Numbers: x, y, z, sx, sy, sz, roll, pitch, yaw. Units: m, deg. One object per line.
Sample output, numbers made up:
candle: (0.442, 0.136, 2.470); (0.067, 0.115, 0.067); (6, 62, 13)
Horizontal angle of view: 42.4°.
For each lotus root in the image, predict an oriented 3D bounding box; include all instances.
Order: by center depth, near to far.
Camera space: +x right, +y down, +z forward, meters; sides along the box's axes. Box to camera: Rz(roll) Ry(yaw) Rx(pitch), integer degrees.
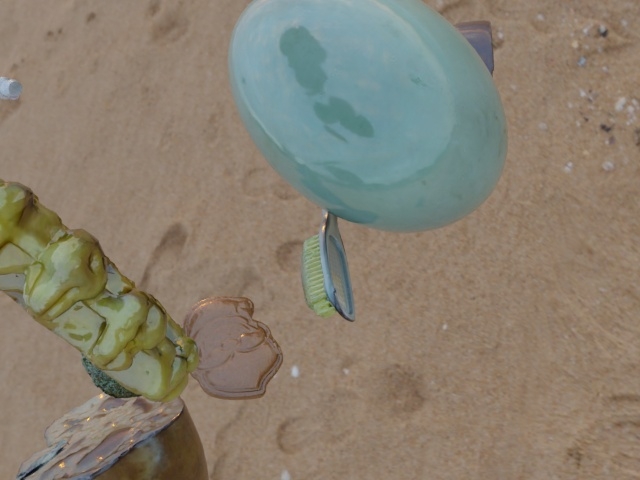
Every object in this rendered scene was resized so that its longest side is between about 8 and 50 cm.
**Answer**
lotus root: (-0.337, 0.388, 1.349); (0.316, 0.316, 0.250); (7, 122, 42)

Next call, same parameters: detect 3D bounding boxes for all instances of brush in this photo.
brush: (0.000, 0.000, 1.123); (0.060, 0.068, 0.297); (-25, 41, 19)

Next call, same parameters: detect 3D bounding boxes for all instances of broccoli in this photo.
broccoli: (-0.254, 0.150, 1.094); (0.130, 0.131, 0.120); (-34, 32, 56)

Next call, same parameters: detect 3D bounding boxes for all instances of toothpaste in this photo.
toothpaste: (-0.493, -0.224, 1.201); (0.190, 0.048, 0.031); (11, 45, 40)

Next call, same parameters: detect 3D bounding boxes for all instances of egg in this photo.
egg: (0.053, -0.171, 1.020); (0.389, 0.276, 0.276); (37, 100, 18)

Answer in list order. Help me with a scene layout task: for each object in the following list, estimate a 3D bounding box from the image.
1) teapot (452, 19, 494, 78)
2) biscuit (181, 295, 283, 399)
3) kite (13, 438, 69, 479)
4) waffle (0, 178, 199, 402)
teapot: (0.127, -0.222, 1.335); (0.312, 0.315, 0.233); (-5, 97, 12)
biscuit: (-0.096, 0.114, 0.884); (0.130, 0.102, 0.019); (61, 154, 31)
kite: (-0.403, 0.314, 0.874); (0.314, 0.011, 0.335); (-39, 17, -28)
waffle: (-0.180, 0.001, 0.489); (0.253, 0.249, 0.056); (34, 77, 26)
